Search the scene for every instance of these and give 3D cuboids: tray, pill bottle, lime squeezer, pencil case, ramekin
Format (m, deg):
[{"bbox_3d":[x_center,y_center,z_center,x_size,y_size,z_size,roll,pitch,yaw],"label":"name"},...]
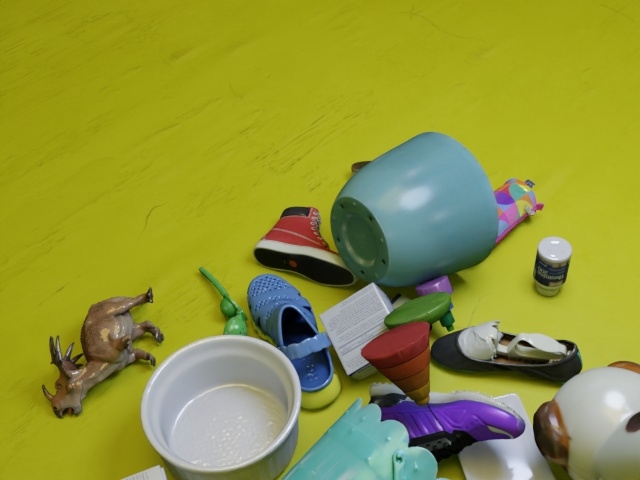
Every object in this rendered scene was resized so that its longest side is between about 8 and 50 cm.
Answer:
[{"bbox_3d":[0.315,0.391,1.467,0.145,0.030,0.270,-10,46,-6],"label":"tray"},{"bbox_3d":[0.462,0.055,1.716,0.067,0.120,0.067,-3,46,3],"label":"pill bottle"},{"bbox_3d":[-0.197,0.163,1.731,0.110,0.059,0.310,-27,43,22],"label":"lime squeezer"},{"bbox_3d":[0.368,-0.043,1.839,0.236,0.104,0.104,-35,53,-25],"label":"pencil case"},{"bbox_3d":[-0.166,0.315,1.511,0.277,0.135,0.277,-3,46,3],"label":"ramekin"}]

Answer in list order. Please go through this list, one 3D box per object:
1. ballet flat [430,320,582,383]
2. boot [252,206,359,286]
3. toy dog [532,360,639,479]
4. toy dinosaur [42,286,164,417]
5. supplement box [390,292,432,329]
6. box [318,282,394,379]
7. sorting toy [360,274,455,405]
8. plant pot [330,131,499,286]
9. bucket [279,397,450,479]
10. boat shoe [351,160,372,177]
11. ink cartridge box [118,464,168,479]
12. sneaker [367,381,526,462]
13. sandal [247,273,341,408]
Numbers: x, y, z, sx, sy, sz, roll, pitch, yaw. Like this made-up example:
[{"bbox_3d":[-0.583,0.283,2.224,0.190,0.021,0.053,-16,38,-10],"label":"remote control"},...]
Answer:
[{"bbox_3d":[0.348,0.198,1.606,0.281,0.096,0.095,5,47,10],"label":"ballet flat"},{"bbox_3d":[0.000,0.000,1.839,0.244,0.088,0.176,16,48,24],"label":"boot"},{"bbox_3d":[0.500,0.334,1.290,0.285,0.395,0.408,-37,19,-11],"label":"toy dog"},{"bbox_3d":[-0.427,0.187,1.673,0.200,0.127,0.295,-5,40,10],"label":"toy dinosaur"},{"bbox_3d":[0.163,0.163,1.683,0.083,0.056,0.083,29,55,29],"label":"supplement box"},{"bbox_3d":[0.088,0.173,1.620,0.126,0.072,0.137,-32,63,10],"label":"box"},{"bbox_3d":[0.186,0.178,1.510,0.127,0.126,0.365,-21,8,24],"label":"sorting toy"},{"bbox_3d":[0.163,-0.040,1.693,0.235,0.293,0.293,-25,48,-29],"label":"plant pot"},{"bbox_3d":[0.078,0.404,1.315,0.183,0.281,0.281,-40,54,-18],"label":"bucket"},{"bbox_3d":[0.147,-0.160,2.015,0.153,0.048,0.056,-8,33,-12],"label":"boat shoe"},{"bbox_3d":[-0.328,0.463,1.370,0.203,0.148,0.086,-18,46,-12],"label":"ink cartridge box"},{"bbox_3d":[0.202,0.335,1.463,0.293,0.102,0.146,0,57,34],"label":"sneaker"},{"bbox_3d":[-0.054,0.164,1.648,0.126,0.138,0.317,-24,47,-15],"label":"sandal"}]
